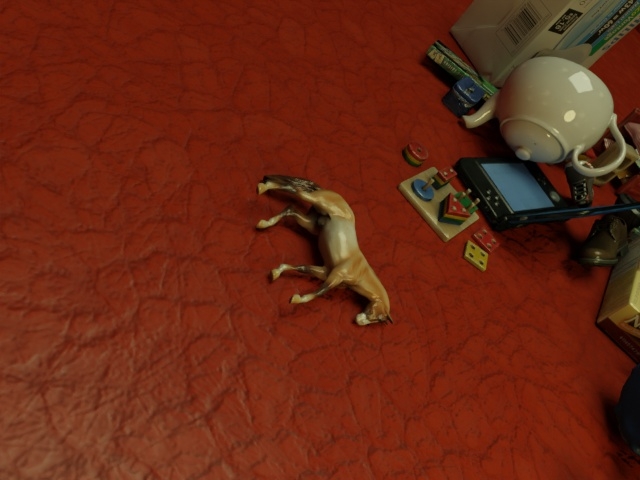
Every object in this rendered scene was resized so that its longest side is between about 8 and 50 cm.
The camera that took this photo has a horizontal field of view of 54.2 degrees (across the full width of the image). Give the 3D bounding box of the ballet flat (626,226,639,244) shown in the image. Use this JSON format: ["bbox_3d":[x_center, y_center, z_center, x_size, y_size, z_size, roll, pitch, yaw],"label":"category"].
[{"bbox_3d":[0.779,0.052,1.439,0.070,0.070,0.188,-18,60,-45],"label":"ballet flat"}]

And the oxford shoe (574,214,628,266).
[{"bbox_3d":[0.581,-0.002,1.298,0.227,0.083,0.096,-23,112,-52],"label":"oxford shoe"}]

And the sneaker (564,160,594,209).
[{"bbox_3d":[0.589,-0.115,1.405,0.158,0.061,0.065,50,41,-43],"label":"sneaker"}]

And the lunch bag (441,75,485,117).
[{"bbox_3d":[0.328,-0.331,1.425,0.067,0.065,0.098,43,40,2],"label":"lunch bag"}]

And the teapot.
[{"bbox_3d":[0.482,-0.249,1.334,0.252,0.256,0.187,37,79,-17],"label":"teapot"}]

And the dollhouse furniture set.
[{"bbox_3d":[0.740,-0.252,1.607,0.374,0.152,0.201,18,46,-25],"label":"dollhouse furniture set"}]

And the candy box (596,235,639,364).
[{"bbox_3d":[0.686,0.130,1.280,0.183,0.087,0.316,45,40,3],"label":"candy box"}]

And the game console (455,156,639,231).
[{"bbox_3d":[0.463,-0.113,1.257,0.293,0.173,0.250,-7,60,-42],"label":"game console"}]

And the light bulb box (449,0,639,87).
[{"bbox_3d":[0.612,-0.591,1.651,0.361,0.358,0.225,-5,61,-39],"label":"light bulb box"}]

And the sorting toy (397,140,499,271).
[{"bbox_3d":[0.233,-0.072,1.139,0.274,0.046,0.132,51,42,10],"label":"sorting toy"}]

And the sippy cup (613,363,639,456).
[{"bbox_3d":[0.604,0.292,0.976,0.224,0.305,0.240,26,82,-10],"label":"sippy cup"}]

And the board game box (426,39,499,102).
[{"bbox_3d":[0.370,-0.389,1.518,0.259,0.030,0.136,40,26,-1],"label":"board game box"}]

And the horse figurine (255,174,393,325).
[{"bbox_3d":[0.000,0.000,0.882,0.174,0.066,0.263,-2,59,-32],"label":"horse figurine"}]

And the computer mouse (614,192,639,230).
[{"bbox_3d":[0.804,-0.023,1.533,0.262,0.060,0.184,6,47,-49],"label":"computer mouse"}]

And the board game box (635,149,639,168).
[{"bbox_3d":[0.959,-0.203,1.824,0.201,0.035,0.136,23,44,-20],"label":"board game box"}]
